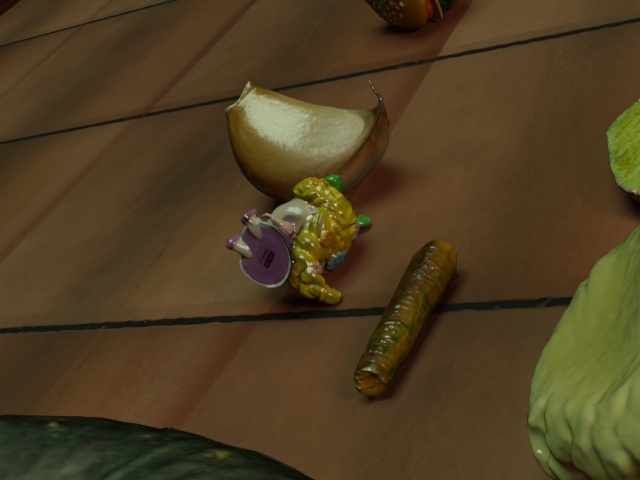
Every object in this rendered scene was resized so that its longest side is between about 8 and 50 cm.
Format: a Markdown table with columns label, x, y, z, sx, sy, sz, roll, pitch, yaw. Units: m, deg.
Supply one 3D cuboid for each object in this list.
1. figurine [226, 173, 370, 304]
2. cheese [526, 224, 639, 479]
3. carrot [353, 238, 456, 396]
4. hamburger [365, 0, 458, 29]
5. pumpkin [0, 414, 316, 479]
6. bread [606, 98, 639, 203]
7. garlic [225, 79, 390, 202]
| label | x | y | z | sx | sy | sz | roll | pitch | yaw |
| --- | --- | --- | --- | --- | --- | --- | --- | --- | --- |
| figurine | 0.000 | 0.000 | 1.072 | 0.095 | 0.115 | 0.156 | -48 | -9 | 34 |
| cheese | 0.218 | 0.063 | 0.679 | 0.226 | 0.117 | 0.214 | -53 | 7 | -32 |
| carrot | 0.072 | 0.062 | 0.930 | 0.042 | 0.042 | 0.170 | -5 | 35 | 34 |
| hamburger | 0.115 | -0.360 | 1.499 | 0.115 | 0.162 | 0.162 | -41 | 31 | -13 |
| pumpkin | -0.130 | 0.264 | 0.435 | 0.455 | 0.343 | 0.454 | -3 | 19 | 1 |
| bread | 0.355 | -0.092 | 0.964 | 0.229 | 0.033 | 0.228 | -19 | 30 | 12 |
| garlic | 0.001 | -0.100 | 1.201 | 0.207 | 0.128 | 0.115 | 6 | -1 | 36 |
